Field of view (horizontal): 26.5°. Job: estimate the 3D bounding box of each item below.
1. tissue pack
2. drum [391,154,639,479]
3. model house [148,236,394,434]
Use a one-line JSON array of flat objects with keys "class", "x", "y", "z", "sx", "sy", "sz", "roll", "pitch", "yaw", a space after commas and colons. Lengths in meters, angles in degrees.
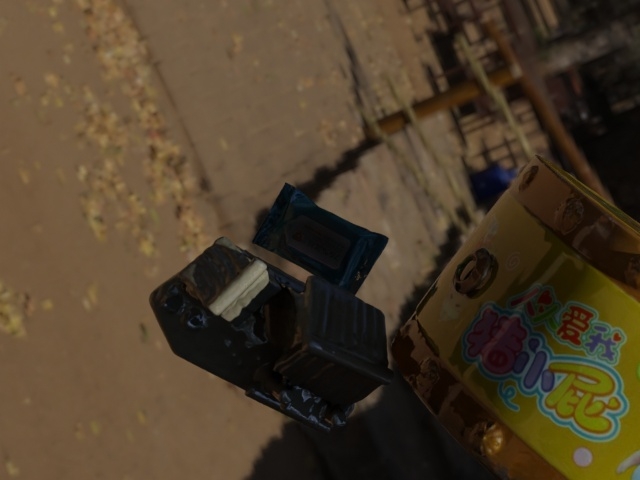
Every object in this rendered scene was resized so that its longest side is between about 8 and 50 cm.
[{"class": "tissue pack", "x": 0.000, "y": 0.000, "z": 1.554, "sx": 0.138, "sy": 0.085, "sz": 0.028, "roll": 31, "pitch": 5, "yaw": 13}, {"class": "drum", "x": 0.279, "y": 0.127, "z": 1.137, "sx": 0.431, "sy": 0.214, "sz": 0.431, "roll": 36, "pitch": 10, "yaw": -7}, {"class": "model house", "x": -0.033, "y": 0.086, "z": 1.225, "sx": 0.229, "sy": 0.122, "sz": 0.188, "roll": 32, "pitch": -11, "yaw": -13}]
